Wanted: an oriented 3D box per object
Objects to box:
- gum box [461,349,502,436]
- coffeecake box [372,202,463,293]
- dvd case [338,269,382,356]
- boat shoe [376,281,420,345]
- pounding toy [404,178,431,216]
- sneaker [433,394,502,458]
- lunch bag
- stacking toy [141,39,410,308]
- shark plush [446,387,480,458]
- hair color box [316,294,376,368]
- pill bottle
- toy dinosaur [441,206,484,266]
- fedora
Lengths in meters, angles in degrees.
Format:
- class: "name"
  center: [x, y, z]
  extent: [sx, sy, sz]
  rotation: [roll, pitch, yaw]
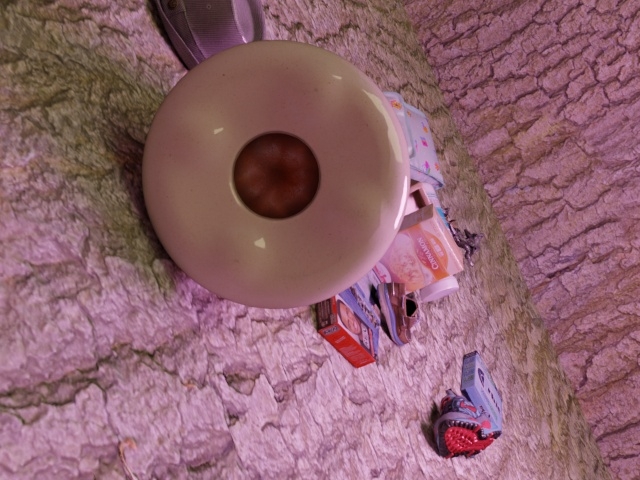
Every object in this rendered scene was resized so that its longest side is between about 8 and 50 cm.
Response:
- class: "gum box"
  center: [0.409, 0.388, 2.322]
  extent: [0.157, 0.041, 0.184]
  rotation: [61, 19, -13]
- class: "coffeecake box"
  center: [0.186, 0.028, 1.941]
  extent: [0.142, 0.185, 0.068]
  rotation: [57, 20, -22]
- class: "dvd case"
  center: [0.067, 0.090, 1.802]
  extent: [0.180, 0.022, 0.253]
  rotation: [56, 21, -22]
- class: "boat shoe"
  center: [0.169, 0.153, 1.890]
  extent: [0.183, 0.066, 0.066]
  rotation: [64, 21, -47]
- class: "pounding toy"
  center: [0.138, -0.073, 2.029]
  extent: [0.206, 0.181, 0.094]
  rotation: [64, -9, -16]
- class: "sneaker"
  center: [0.284, 0.387, 1.952]
  extent: [0.125, 0.104, 0.262]
  rotation: [50, 10, 29]
- class: "lunch bag"
  center: [0.168, -0.237, 2.266]
  extent: [0.262, 0.160, 0.223]
  rotation: [24, 47, -47]
- class: "stacking toy"
  center: [-0.064, -0.097, 1.393]
  extent: [0.351, 0.350, 0.480]
  rotation: [64, 0, -4]
- class: "shark plush"
  center: [0.330, 0.408, 2.077]
  extent: [0.067, 0.073, 0.161]
  rotation: [-6, 75, -38]
- class: "hair color box"
  center: [0.046, 0.160, 1.628]
  extent: [0.141, 0.043, 0.072]
  rotation: [46, 28, -42]
- class: "pill bottle"
  center: [0.238, 0.006, 2.168]
  extent: [0.146, 0.146, 0.264]
  rotation: [19, 50, -65]
- class: "toy dinosaur"
  center: [0.284, -0.006, 2.379]
  extent: [0.218, 0.164, 0.322]
  rotation: [41, 46, -22]
- class: "fedora"
  center: [-0.178, -0.398, 1.580]
  extent: [0.243, 0.124, 0.275]
  rotation: [33, 37, -58]
